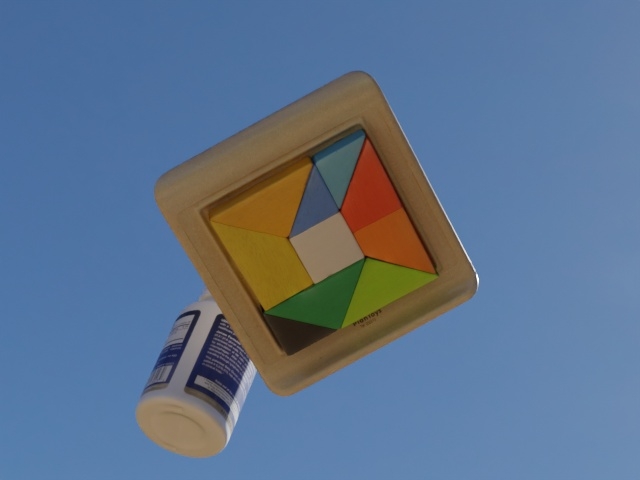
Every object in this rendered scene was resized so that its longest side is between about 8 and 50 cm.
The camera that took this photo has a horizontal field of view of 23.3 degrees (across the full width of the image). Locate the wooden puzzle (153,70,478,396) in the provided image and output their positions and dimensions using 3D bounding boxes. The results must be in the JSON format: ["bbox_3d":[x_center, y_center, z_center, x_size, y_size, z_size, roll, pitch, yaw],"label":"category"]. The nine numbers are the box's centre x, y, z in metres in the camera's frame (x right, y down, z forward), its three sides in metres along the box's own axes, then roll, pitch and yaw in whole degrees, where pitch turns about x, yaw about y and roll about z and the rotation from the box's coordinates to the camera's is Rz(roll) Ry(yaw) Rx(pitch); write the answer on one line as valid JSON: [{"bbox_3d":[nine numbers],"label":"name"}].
[{"bbox_3d":[0.000,0.000,1.387,0.221,0.044,0.239,-28,-71,2],"label":"wooden puzzle"}]

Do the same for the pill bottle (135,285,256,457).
[{"bbox_3d":[-0.108,0.119,1.515,0.094,0.169,0.094,13,-40,11],"label":"pill bottle"}]
